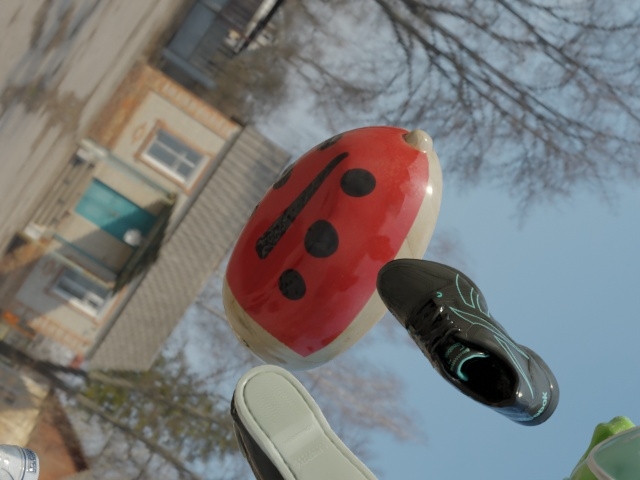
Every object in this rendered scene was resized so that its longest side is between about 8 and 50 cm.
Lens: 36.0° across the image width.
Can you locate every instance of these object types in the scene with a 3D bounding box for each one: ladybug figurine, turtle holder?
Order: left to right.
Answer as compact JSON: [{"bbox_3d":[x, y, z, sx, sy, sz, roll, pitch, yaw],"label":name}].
[{"bbox_3d":[0.000,0.000,1.478,0.449,0.162,0.305,-52,-139,18],"label":"ladybug figurine"},{"bbox_3d":[0.445,0.356,1.284,0.227,0.243,0.320,-47,167,3],"label":"turtle holder"}]

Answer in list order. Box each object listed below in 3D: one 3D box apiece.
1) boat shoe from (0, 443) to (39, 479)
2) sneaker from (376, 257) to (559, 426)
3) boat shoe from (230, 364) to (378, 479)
[{"bbox_3d":[-0.649,0.471,1.663,0.367,0.156,0.135,-42,-134,15],"label":"boat shoe"},{"bbox_3d":[0.159,0.105,1.134,0.101,0.267,0.106,-57,151,13],"label":"sneaker"},{"bbox_3d":[-0.003,0.280,1.104,0.114,0.302,0.091,-18,152,-22],"label":"boat shoe"}]
